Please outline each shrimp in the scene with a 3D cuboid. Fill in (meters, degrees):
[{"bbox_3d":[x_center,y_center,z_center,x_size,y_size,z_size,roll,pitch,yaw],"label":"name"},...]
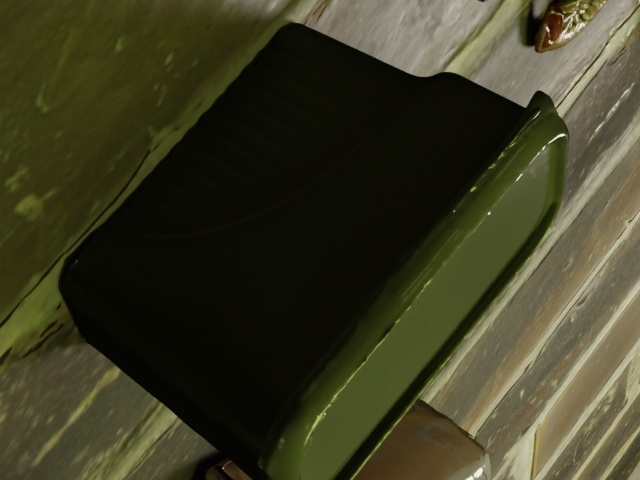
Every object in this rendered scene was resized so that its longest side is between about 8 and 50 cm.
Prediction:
[{"bbox_3d":[0.199,-0.200,1.332,0.095,0.045,0.162,-37,164,3],"label":"shrimp"}]

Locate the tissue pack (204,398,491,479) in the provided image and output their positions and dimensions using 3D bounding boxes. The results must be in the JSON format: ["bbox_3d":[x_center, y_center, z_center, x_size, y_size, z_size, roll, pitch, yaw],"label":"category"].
[{"bbox_3d":[0.030,0.281,1.355,0.305,0.238,0.239,-16,134,-61],"label":"tissue pack"}]

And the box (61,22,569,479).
[{"bbox_3d":[0.000,0.000,0.952,0.274,0.178,0.138,-50,158,-21],"label":"box"}]
